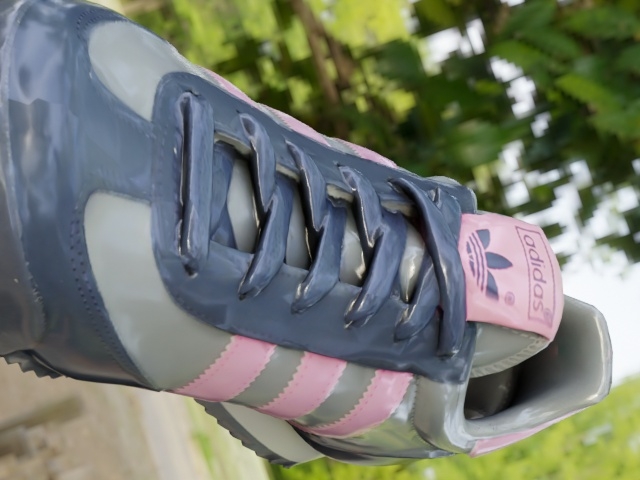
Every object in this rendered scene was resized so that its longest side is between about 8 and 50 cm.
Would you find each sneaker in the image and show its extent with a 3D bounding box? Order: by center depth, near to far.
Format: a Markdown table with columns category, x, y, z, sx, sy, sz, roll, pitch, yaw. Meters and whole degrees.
| category | x | y | z | sx | sy | sz | roll | pitch | yaw |
| --- | --- | --- | --- | --- | --- | --- | --- | --- | --- |
| sneaker | 0.000 | 0.000 | 0.575 | 0.319 | 0.131 | 0.112 | 32 | 57 | -65 |
